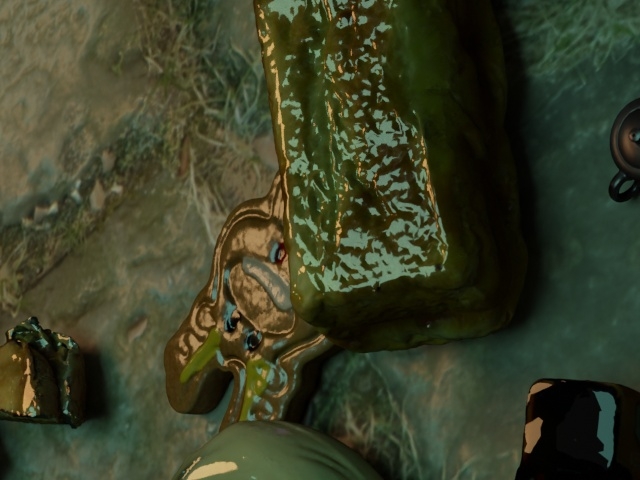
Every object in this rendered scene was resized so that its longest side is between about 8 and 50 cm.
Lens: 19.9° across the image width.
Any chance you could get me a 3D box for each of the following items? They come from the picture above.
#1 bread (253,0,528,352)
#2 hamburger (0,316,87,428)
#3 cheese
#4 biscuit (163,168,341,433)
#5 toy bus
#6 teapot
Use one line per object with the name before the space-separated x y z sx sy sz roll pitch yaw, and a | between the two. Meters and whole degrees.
bread | 0.058 -0.086 1.464 0.195 0.149 0.344 -11 74 20
hamburger | -0.278 0.132 1.793 0.176 0.087 0.102 -2 69 51
cheese | -0.040 0.286 1.510 0.266 0.127 0.233 -55 52 23
biscuit | -0.043 0.051 1.606 0.186 0.044 0.295 36 109 38
toy bus | 0.184 0.306 1.319 0.093 0.092 0.408 1 84 41
teapot | 0.244 -0.071 1.359 0.068 0.045 0.100 46 113 40
